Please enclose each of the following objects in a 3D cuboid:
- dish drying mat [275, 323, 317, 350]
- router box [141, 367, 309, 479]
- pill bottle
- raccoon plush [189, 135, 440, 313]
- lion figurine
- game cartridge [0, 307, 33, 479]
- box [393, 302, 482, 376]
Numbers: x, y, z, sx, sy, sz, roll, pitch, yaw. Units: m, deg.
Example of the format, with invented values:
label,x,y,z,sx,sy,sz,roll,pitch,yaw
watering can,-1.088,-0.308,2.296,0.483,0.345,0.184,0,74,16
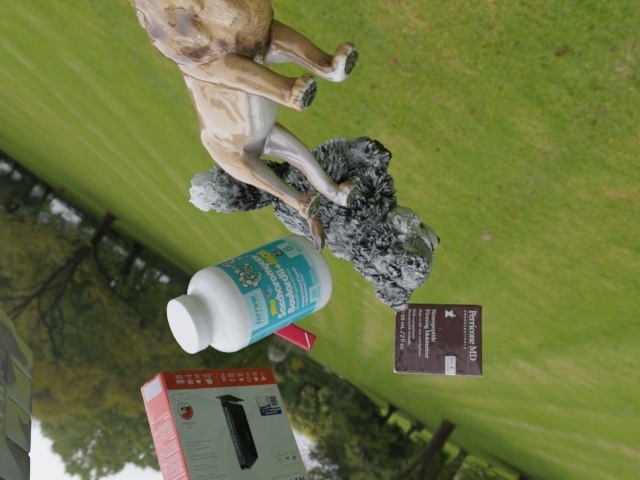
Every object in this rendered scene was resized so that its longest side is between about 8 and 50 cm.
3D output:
label,x,y,z,sx,sy,sz,roll,pitch,yaw
dish drying mat,-0.050,0.177,1.229,0.083,0.032,0.008,25,172,16
router box,-0.200,0.435,1.421,0.336,0.082,0.301,11,-131,-50
pill bottle,-0.119,0.094,1.090,0.146,0.264,0.146,28,129,40
raccoon plush,0.000,0.000,1.212,0.216,0.447,0.299,81,176,-59
lion figurine,-0.085,-0.152,0.694,0.240,0.142,0.392,27,145,19
game cartridge,-0.292,0.114,0.471,0.355,0.068,0.230,97,159,-57
box,0.287,0.240,1.571,0.203,0.168,0.167,0,170,13
